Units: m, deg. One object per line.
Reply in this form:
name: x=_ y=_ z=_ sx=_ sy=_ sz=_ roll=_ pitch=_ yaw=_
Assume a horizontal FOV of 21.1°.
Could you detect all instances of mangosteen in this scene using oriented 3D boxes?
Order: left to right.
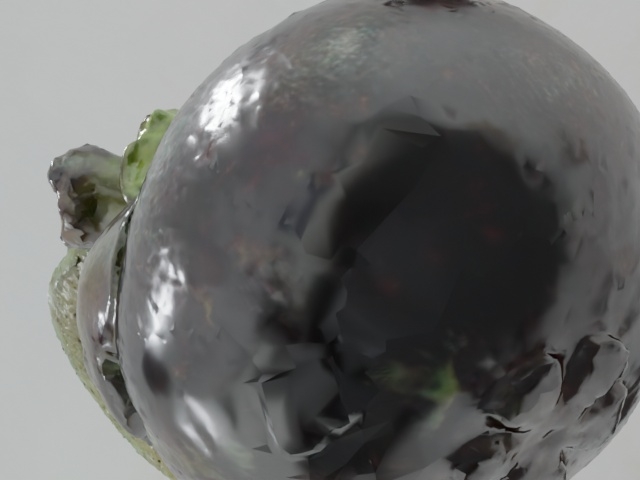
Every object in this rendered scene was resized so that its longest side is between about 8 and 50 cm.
mangosteen: x=0.000 y=0.000 z=0.698 sx=0.231 sy=0.289 sz=0.231 roll=-31 pitch=-45 yaw=-36

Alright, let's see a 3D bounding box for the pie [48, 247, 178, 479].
pie: x=-0.053 y=0.092 z=1.199 sx=0.323 sy=0.323 sz=0.070 roll=54 pitch=-135 yaw=-22
